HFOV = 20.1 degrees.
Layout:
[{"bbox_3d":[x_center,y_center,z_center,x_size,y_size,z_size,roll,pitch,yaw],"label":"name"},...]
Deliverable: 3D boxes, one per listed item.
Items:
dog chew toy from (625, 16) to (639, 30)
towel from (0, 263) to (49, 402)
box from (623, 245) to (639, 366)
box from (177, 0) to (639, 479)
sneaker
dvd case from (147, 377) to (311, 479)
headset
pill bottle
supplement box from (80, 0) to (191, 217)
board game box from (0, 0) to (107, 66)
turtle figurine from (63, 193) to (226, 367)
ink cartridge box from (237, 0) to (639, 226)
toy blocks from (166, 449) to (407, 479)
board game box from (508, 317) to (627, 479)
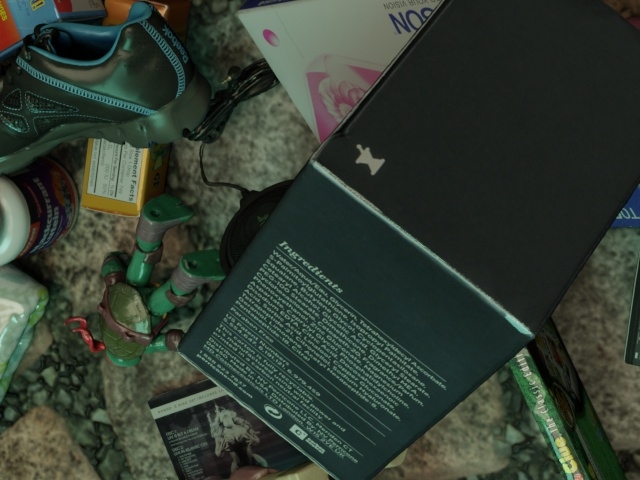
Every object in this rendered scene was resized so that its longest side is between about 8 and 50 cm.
[{"bbox_3d":[0.396,-0.178,1.685,0.332,0.207,0.206,-16,95,28],"label":"dog chew toy"},{"bbox_3d":[-0.515,0.135,2.076,0.321,0.090,0.374,29,107,8],"label":"towel"},{"bbox_3d":[0.411,0.034,1.715,0.216,0.060,0.270,12,136,14],"label":"box"},{"bbox_3d":[0.087,-0.013,1.503,0.212,0.293,0.395,38,150,1],"label":"box"},{"bbox_3d":[-0.284,-0.159,1.830,0.341,0.125,0.139,-12,130,17],"label":"sneaker"},{"bbox_3d":[-0.079,0.253,1.996,0.165,0.018,0.221,-20,95,20],"label":"dvd case"},{"bbox_3d":[0.000,0.000,1.827,0.185,0.243,0.394,-41,73,0],"label":"headset"},{"bbox_3d":[-0.345,-0.029,1.934,0.108,0.193,0.108,3,101,17],"label":"pill bottle"},{"bbox_3d":[-0.198,-0.145,1.930,0.080,0.078,0.233,14,104,13],"label":"supplement box"},{"bbox_3d":[-0.417,-0.312,1.921,0.302,0.086,0.308,-24,87,29],"label":"board game box"},{"bbox_3d":[-0.178,0.069,1.913,0.175,0.118,0.234,39,136,10],"label":"turtle figurine"},{"bbox_3d":[0.115,-0.116,1.696,0.324,0.071,0.330,-2,128,51],"label":"ink cartridge box"},{"bbox_3d":[-0.029,0.363,1.907,0.260,0.309,0.288,-21,91,53],"label":"toy blocks"},{"bbox_3d":[0.242,0.163,1.820,0.030,0.136,0.259,-24,91,18],"label":"board game box"}]
